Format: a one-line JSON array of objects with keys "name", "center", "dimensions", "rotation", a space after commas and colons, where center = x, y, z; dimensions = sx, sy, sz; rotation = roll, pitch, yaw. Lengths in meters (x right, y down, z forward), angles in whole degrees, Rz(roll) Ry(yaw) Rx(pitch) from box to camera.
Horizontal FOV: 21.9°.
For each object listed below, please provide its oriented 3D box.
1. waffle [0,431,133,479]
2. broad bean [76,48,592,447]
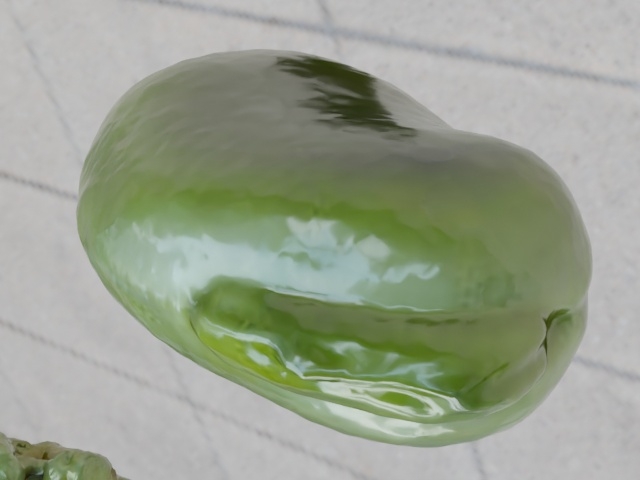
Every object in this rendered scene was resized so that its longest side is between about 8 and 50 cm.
[{"name": "waffle", "center": [-0.147, 0.100, 0.679], "dimensions": [0.169, 0.036, 0.183], "rotation": [12, 159, 3]}, {"name": "broad bean", "center": [0.000, 0.000, 0.468], "dimensions": [0.174, 0.124, 0.082], "rotation": [26, 122, 48]}]
